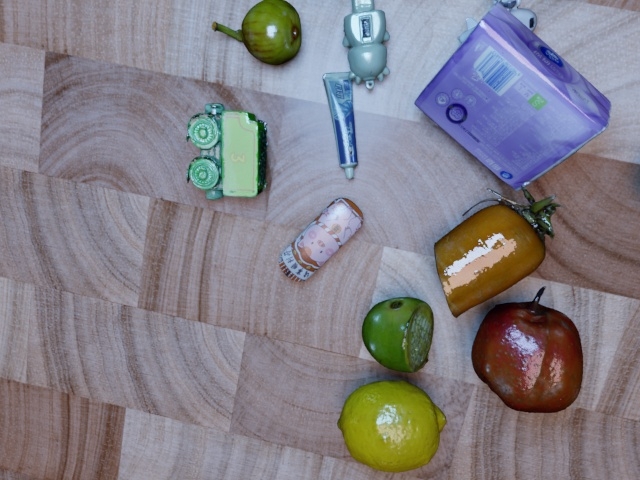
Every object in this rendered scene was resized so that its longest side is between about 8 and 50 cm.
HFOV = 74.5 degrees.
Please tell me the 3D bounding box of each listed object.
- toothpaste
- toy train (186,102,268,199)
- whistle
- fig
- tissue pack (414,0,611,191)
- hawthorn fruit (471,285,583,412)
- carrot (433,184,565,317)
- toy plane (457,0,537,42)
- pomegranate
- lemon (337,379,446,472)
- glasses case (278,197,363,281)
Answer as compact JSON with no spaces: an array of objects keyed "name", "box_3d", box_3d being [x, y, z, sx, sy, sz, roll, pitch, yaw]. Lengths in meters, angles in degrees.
[{"name":"toothpaste","box_3d":[0.060,-0.291,1.072,0.069,0.047,0.268,-6,96,19]},{"name":"toy train","box_3d":[-0.232,-0.222,1.072,0.188,0.132,0.243,2,103,1]},{"name":"whistle","box_3d":[0.105,-0.491,1.000,0.101,0.106,0.253,-16,108,-23]},{"name":"fig","box_3d":[-0.136,-0.492,1.017,0.186,0.148,0.142,2,121,43]},{"name":"tissue pack","box_3d":[0.421,-0.306,0.936,0.338,0.160,0.242,40,143,-3]},{"name":"hawthorn fruit","box_3d":[0.508,0.251,1.018,0.254,0.254,0.300,7,113,4]},{"name":"carrot","box_3d":[0.417,0.016,1.019,0.331,0.214,0.193,-34,133,14]},{"name":"toy plane","box_3d":[0.413,-0.491,0.982,0.174,0.080,0.174,1,118,1]},{"name":"pomegranate","box_3d":[0.206,0.243,1.110,0.159,0.241,0.190,3,77,39]},{"name":"lemon","box_3d":[0.187,0.485,1.110,0.288,0.233,0.234,-6,100,4]},{"name":"glasses case","box_3d":[0.000,0.000,1.118,0.103,0.067,0.267,44,101,-2]}]
